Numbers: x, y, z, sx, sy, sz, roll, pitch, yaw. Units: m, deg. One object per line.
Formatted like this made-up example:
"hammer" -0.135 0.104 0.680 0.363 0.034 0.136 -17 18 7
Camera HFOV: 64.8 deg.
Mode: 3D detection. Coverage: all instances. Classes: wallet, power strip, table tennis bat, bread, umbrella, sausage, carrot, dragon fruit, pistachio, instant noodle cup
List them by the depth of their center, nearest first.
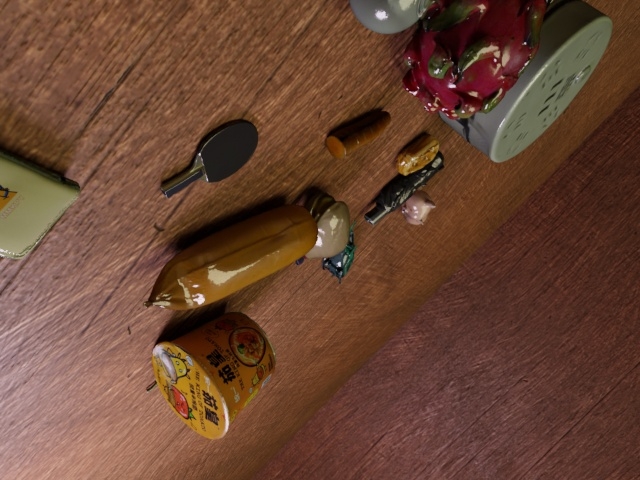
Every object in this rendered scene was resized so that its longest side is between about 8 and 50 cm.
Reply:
"wallet" -0.325 -0.041 0.482 0.110 0.039 0.155 -48 158 2
"table tennis bat" -0.148 -0.108 0.691 0.158 0.014 0.095 -37 158 -20
"dragon fruit" 0.247 -0.321 0.777 0.273 0.218 0.198 -51 -158 7
"sausage" -0.145 0.031 0.826 0.328 0.112 0.112 -27 152 -34
"carrot" 0.076 -0.189 0.882 0.139 0.048 0.048 -33 155 -27
"pistachio" 0.004 -0.028 0.972 0.113 0.113 0.149 -33 146 -23
"instant noodle cup" -0.203 0.255 1.010 0.172 0.215 0.216 -33 157 -45
"power strip" 0.408 -0.330 1.039 0.357 0.161 0.358 -36 156 -18
"bread" 0.215 -0.189 1.122 0.110 0.044 0.083 -37 160 -13
"umbrella" 0.195 -0.124 1.186 0.235 0.059 0.066 -40 134 -4

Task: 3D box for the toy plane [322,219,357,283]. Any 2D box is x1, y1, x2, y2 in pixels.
"toy plane" 0.056 0.036 1.232 0.096 0.060 0.235 -45 162 -17

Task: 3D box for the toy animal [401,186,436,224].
"toy animal" 0.251 -0.088 1.316 0.089 0.083 0.150 -52 171 -13

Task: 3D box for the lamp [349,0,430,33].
"lamp" 0.085 -0.308 0.616 0.105 0.105 0.105 -36 156 -18

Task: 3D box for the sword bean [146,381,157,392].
"sword bean" -0.341 0.297 1.084 0.083 0.012 0.012 -43 158 -6

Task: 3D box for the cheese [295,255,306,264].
"cheese" 0.000 0.000 1.097 0.145 0.038 0.095 -40 157 -12
